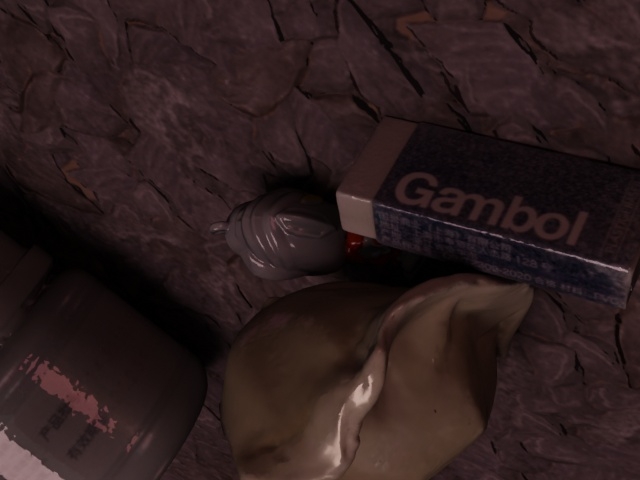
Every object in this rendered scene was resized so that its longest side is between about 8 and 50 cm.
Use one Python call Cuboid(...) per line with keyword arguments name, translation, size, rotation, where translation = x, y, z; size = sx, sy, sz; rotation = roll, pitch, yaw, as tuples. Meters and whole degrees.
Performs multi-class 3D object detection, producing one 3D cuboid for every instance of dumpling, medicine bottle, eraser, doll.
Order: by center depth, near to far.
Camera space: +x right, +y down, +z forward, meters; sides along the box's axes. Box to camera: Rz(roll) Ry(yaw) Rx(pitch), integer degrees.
Cuboid(name="eraser", translation=(0.125, -0.023, 0.869), size=(0.212, 0.092, 0.046), rotation=(16, 142, 23))
Cuboid(name="dumpling", translation=(0.053, 0.085, 0.956), size=(0.187, 0.318, 0.243), rotation=(49, 115, 15))
Cuboid(name="doll", translation=(0.000, 0.000, 1.004), size=(0.180, 0.079, 0.094), rotation=(10, 165, 6))
Cuboid(name="medicine bottle", translation=(-0.291, 0.133, 1.214), size=(0.306, 0.245, 0.245), rotation=(40, 143, -10))
